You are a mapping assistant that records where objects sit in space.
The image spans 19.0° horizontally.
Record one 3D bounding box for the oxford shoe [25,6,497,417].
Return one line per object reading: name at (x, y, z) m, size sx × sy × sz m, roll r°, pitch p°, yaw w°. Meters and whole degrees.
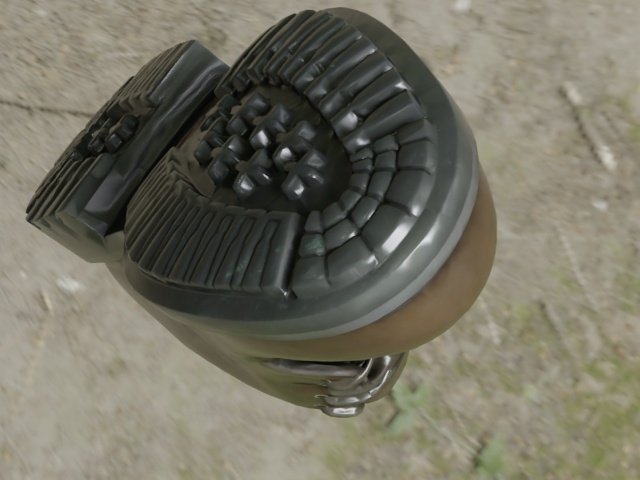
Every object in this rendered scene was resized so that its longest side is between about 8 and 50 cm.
oxford shoe at (0.000, 0.000, 0.471) m, size 0.096 × 0.227 × 0.083 m, roll 42°, pitch 83°, yaw -16°
